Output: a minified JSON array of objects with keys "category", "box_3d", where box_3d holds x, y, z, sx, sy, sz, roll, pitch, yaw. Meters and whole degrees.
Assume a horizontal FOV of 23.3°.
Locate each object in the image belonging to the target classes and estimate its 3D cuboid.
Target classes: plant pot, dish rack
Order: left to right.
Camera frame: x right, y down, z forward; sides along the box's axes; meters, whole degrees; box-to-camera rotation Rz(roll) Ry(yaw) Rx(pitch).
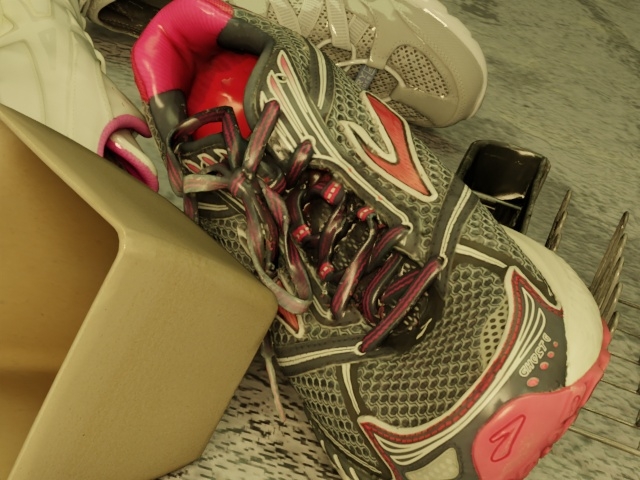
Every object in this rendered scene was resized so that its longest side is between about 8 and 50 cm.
[{"category":"plant pot","box_3d":[-0.082,0.027,0.557,0.096,0.109,0.109,13,19,-46]},{"category":"dish rack","box_3d":[0.178,0.051,0.749,0.271,0.074,0.208,21,23,5]}]

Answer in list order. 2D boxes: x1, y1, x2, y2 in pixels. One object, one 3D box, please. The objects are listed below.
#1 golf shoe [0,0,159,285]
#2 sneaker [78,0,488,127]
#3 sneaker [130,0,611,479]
[{"category":"golf shoe","box_3d":[-0.142,-0.059,0.726,0.140,0.115,0.306,26,26,-12]},{"category":"sneaker","box_3d":[-0.029,-0.126,1.012,0.281,0.105,0.115,20,51,-4]},{"category":"sneaker","box_3d":[0.000,0.000,0.618,0.112,0.121,0.299,42,3,-38]}]
